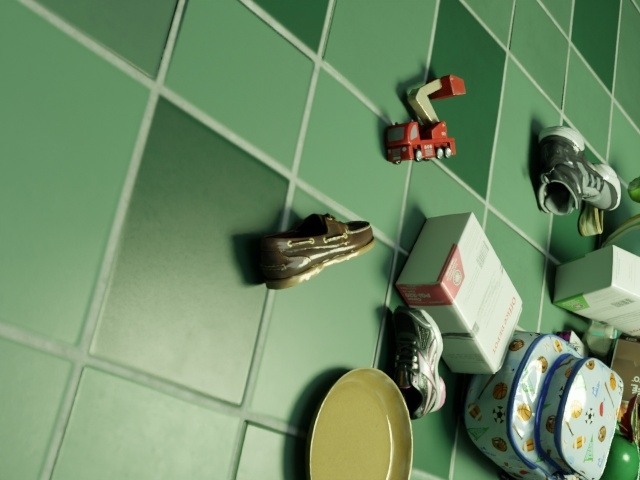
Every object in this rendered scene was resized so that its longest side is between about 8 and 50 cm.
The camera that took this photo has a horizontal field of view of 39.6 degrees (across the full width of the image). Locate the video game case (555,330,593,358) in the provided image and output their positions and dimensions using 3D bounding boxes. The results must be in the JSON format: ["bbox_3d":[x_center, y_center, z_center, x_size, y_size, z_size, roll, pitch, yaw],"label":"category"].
[{"bbox_3d":[0.503,0.331,1.775,0.210,0.042,0.232,46,54,-38],"label":"video game case"}]

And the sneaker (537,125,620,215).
[{"bbox_3d":[0.513,-0.101,1.794,0.269,0.101,0.153,39,58,-35],"label":"sneaker"}]

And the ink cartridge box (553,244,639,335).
[{"bbox_3d":[0.602,0.104,1.771,0.219,0.160,0.092,21,64,-23],"label":"ink cartridge box"}]

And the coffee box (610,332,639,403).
[{"bbox_3d":[0.688,0.268,1.831,0.297,0.168,0.118,9,93,-69],"label":"coffee box"}]

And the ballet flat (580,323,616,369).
[{"bbox_3d":[0.578,0.219,1.854,0.213,0.068,0.072,56,44,-63],"label":"ballet flat"}]

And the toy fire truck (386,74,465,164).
[{"bbox_3d":[0.168,-0.194,1.418,0.192,0.047,0.135,-11,94,-50],"label":"toy fire truck"}]

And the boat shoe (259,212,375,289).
[{"bbox_3d":[0.000,0.000,1.168,0.207,0.073,0.073,-24,107,-50],"label":"boat shoe"}]

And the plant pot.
[{"bbox_3d":[0.051,0.294,1.232,0.236,0.032,0.236,8,80,-49],"label":"plant pot"}]

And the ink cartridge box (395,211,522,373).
[{"bbox_3d":[0.227,0.087,1.424,0.218,0.092,0.158,54,48,-30],"label":"ink cartridge box"}]

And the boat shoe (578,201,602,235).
[{"bbox_3d":[0.602,-0.074,1.936,0.056,0.048,0.153,53,49,-33],"label":"boat shoe"}]

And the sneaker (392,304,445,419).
[{"bbox_3d":[0.139,0.186,1.321,0.077,0.072,0.178,-28,107,-49],"label":"sneaker"}]

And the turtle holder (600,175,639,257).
[{"bbox_3d":[0.735,0.024,1.949,0.243,0.227,0.320,-27,106,-48],"label":"turtle holder"}]

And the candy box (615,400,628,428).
[{"bbox_3d":[0.585,0.415,1.797,0.109,0.053,0.186,30,66,-48],"label":"candy box"}]

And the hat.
[{"bbox_3d":[0.573,0.402,1.637,0.209,0.183,0.173,27,69,-19],"label":"hat"}]

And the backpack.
[{"bbox_3d":[0.367,0.278,1.498,0.263,0.213,0.276,32,65,-33],"label":"backpack"}]

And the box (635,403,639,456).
[{"bbox_3d":[0.804,0.473,2.147,0.201,0.021,0.164,17,73,-48],"label":"box"}]
